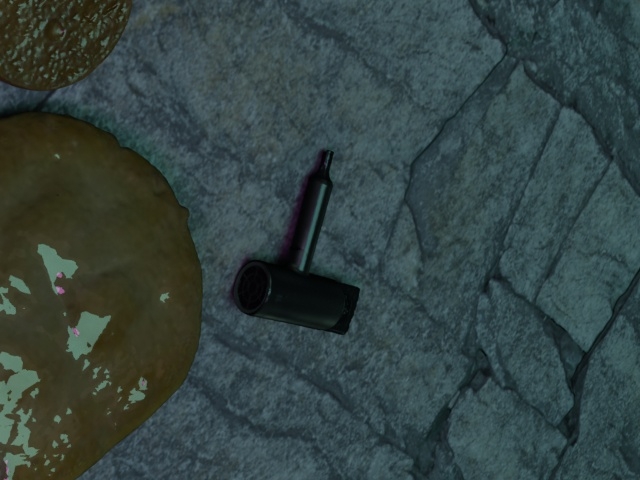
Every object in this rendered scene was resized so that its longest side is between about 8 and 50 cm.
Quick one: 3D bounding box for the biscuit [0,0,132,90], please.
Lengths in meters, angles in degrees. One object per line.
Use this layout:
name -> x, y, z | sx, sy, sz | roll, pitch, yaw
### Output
biscuit -> -0.321, -0.249, 1.905 | 0.221, 0.029, 0.141 | -24, 119, -29

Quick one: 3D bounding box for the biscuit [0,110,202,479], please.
biscuit -> -0.331, 0.067, 1.888 | 0.446, 0.104, 0.429 | -29, 98, -30

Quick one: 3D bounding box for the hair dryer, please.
hair dryer -> 0.000, 0.000, 2.230 | 0.196, 0.078, 0.248 | 14, 93, -42
